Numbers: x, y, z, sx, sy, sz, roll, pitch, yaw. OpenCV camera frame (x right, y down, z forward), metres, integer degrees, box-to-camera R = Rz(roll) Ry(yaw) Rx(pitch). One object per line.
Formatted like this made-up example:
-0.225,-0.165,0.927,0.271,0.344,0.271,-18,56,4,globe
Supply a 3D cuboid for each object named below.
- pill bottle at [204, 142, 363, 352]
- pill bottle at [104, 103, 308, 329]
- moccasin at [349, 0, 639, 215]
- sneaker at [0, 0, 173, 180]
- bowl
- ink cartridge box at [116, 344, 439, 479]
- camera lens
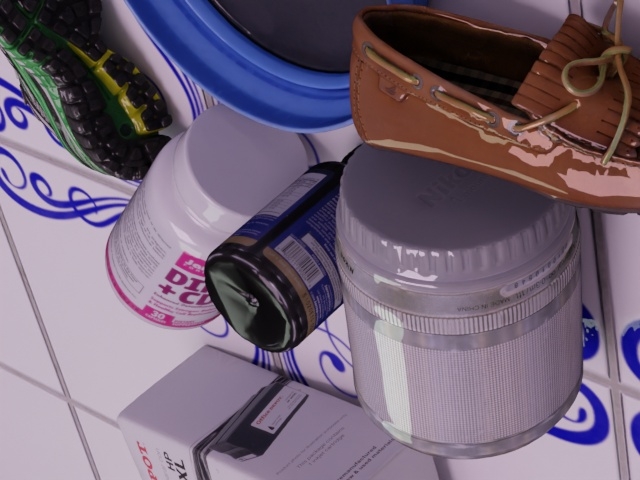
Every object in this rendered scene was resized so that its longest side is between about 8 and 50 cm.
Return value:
0.000,0.000,1.721,0.122,0.219,0.123,31,144,26,pill bottle
-0.123,-0.025,1.895,0.160,0.160,0.283,46,148,4,pill bottle
0.197,-0.122,1.424,0.380,0.139,0.147,19,135,31,moccasin
-0.305,-0.210,1.947,0.146,0.134,0.344,-1,122,57,sneaker
-0.063,-0.282,1.633,0.391,0.077,0.391,31,144,26,bowl
-0.033,0.326,2.140,0.395,0.166,0.285,17,135,45,ink cartridge box
0.129,0.047,1.616,0.219,0.219,0.274,25,141,32,camera lens
